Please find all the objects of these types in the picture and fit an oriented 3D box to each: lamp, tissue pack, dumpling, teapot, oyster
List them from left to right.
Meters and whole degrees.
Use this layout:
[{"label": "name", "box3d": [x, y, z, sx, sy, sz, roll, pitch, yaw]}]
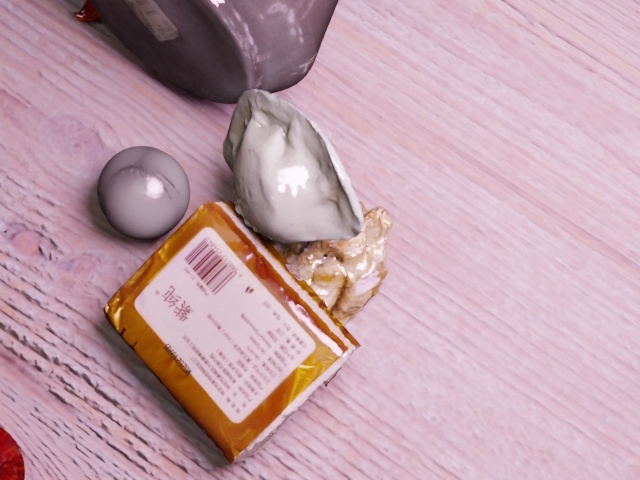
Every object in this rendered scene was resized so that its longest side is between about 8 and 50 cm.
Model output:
[{"label": "lamp", "box3d": [-0.197, -0.053, 1.151, 0.105, 0.105, 0.105, 0, 75, 1]}, {"label": "tissue pack", "box3d": [-0.095, 0.096, 1.096, 0.183, 0.092, 0.226, -45, 80, 11]}, {"label": "teapot", "box3d": [-0.089, -0.385, 1.129, 0.376, 0.306, 0.361, 49, 66, -28]}, {"label": "dumpling", "box3d": [-0.044, -0.064, 1.069, 0.219, 0.152, 0.108, 21, 65, 42]}, {"label": "oyster", "box3d": [0.000, 0.000, 1.149, 0.163, 0.081, 0.191, -23, 72, -1]}]

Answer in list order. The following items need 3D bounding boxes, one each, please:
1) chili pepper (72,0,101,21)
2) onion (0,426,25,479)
[{"label": "chili pepper", "box3d": [-0.226, -0.448, 1.270, 0.137, 0.092, 0.368, 0, 72, 12]}, {"label": "onion", "box3d": [-0.371, 0.244, 1.064, 0.131, 0.131, 0.131, 0, 75, 1]}]
